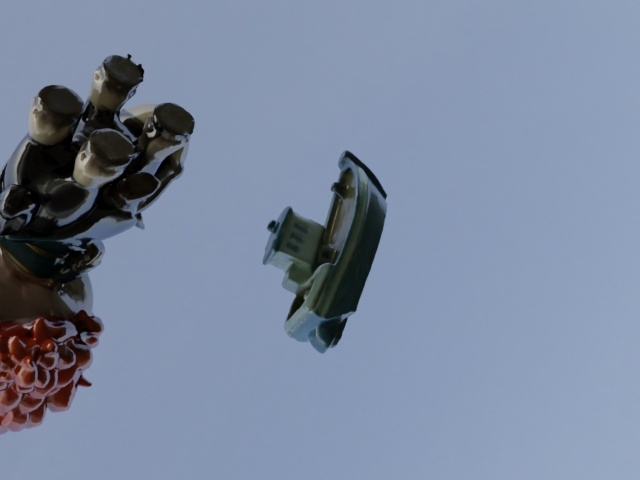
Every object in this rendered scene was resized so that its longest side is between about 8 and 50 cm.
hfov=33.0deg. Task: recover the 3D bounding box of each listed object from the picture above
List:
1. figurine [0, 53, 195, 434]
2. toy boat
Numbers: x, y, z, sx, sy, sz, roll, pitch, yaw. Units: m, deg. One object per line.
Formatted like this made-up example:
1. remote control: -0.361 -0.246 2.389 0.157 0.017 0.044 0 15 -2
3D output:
1. figurine: -0.273 0.005 1.061 0.241 0.306 0.412 35 -82 -10
2. toy boat: 0.000 0.000 1.046 0.102 0.088 0.215 27 -122 -10
